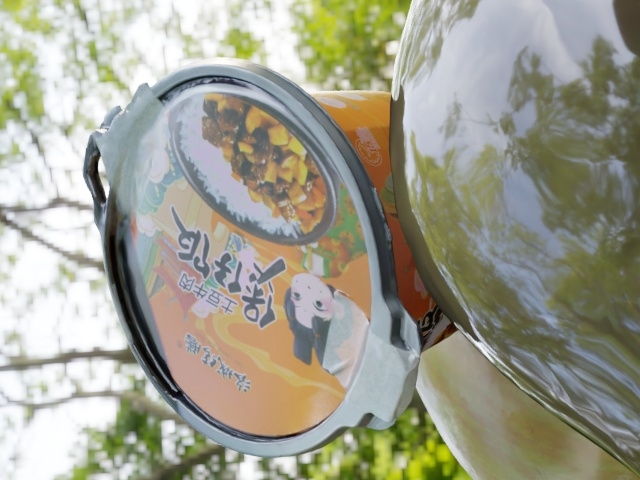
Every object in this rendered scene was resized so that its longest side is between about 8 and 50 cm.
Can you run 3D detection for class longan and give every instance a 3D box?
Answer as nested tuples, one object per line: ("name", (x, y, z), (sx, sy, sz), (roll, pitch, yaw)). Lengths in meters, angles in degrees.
("longan", (0.174, -0.051, 0.546), (0.297, 0.297, 0.297), (-5, -90, -76))

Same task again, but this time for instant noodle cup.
("instant noodle cup", (0.000, 0.000, 0.725), (0.125, 0.178, 0.208), (-14, -123, -47))

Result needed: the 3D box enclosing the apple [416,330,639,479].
("apple", (0.169, 0.032, 0.857), (0.264, 0.264, 0.264), (-5, -90, -76))
